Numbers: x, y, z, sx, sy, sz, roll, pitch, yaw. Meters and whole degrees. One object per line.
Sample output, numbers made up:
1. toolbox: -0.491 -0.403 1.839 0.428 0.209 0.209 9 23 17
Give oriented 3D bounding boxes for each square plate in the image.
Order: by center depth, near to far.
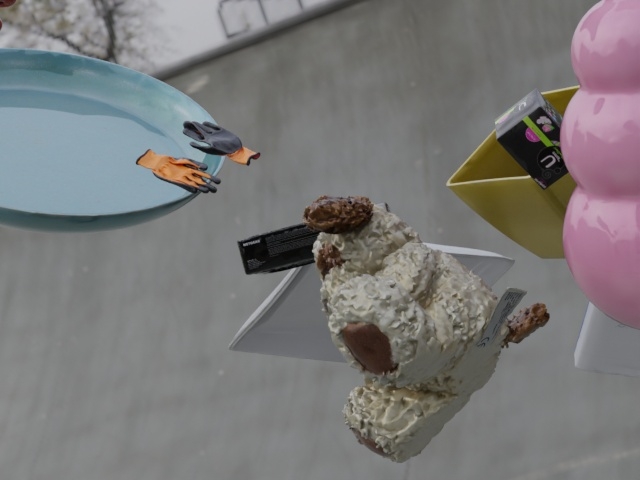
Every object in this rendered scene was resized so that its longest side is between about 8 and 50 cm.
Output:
1. square plate: 0.074 0.090 1.929 0.347 0.049 0.344 8 -38 -28

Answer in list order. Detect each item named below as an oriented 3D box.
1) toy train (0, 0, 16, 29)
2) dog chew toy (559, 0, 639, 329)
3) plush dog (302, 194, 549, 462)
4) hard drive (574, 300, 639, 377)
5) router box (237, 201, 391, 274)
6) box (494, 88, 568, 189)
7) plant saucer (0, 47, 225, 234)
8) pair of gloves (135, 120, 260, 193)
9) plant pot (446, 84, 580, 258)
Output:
1. toy train: -0.465 -0.369 1.592 0.143 0.105 0.248 7 -19 -25
2. dog chew toy: 0.321 -0.083 1.160 0.207 0.331 0.206 -12 18 4
3. plush dog: 0.076 0.052 1.195 0.211 0.225 0.262 -32 -32 -15
4. hard drive: 0.426 0.041 1.389 0.210 0.318 0.040 7 42 3
5. router box: 0.000 0.000 1.451 0.179 0.046 0.133 -14 -3 5
6. box: 0.239 -0.111 1.329 0.062 0.083 0.052 -38 21 23
7. plant saucer: -0.245 -0.089 1.095 0.318 0.043 0.317 10 29 -6
8. pair of gloves: -0.099 -0.069 0.990 0.074 0.010 0.083 27 46 23
9. plant pot: 0.357 -0.088 1.791 0.212 0.187 0.212 -47 19 -21
